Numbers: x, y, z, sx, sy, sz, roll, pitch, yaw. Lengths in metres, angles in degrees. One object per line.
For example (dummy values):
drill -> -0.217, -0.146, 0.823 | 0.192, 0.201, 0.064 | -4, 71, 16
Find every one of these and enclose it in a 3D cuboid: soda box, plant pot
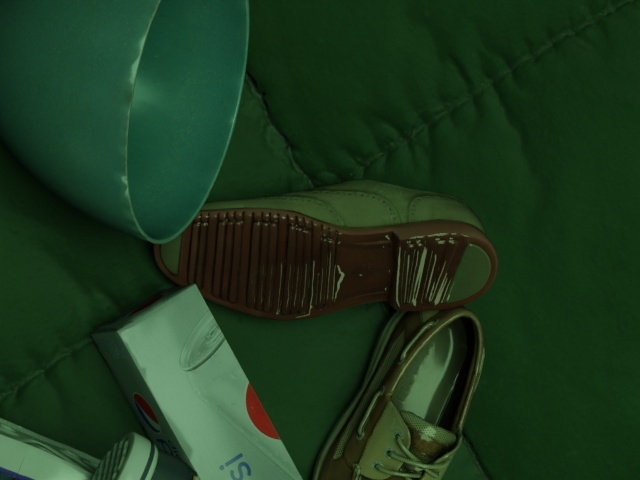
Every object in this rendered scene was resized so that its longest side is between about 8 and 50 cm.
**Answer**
soda box -> -0.108, 0.189, 1.894 | 0.098, 0.091, 0.286 | -31, 98, -23
plant pot -> -0.210, -0.158, 1.808 | 0.195, 0.290, 0.290 | 13, 78, 15

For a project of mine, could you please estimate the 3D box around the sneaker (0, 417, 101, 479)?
sneaker -> -0.288, 0.308, 1.803 | 0.322, 0.130, 0.236 | 29, 88, -27

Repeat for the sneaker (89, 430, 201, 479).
sneaker -> -0.198, 0.339, 1.705 | 0.127, 0.126, 0.321 | 33, 84, -19

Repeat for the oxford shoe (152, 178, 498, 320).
oxford shoe -> 0.000, 0.000, 1.964 | 0.348, 0.130, 0.123 | 5, 123, -11

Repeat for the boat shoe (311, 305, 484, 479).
boat shoe -> 0.080, 0.205, 1.960 | 0.123, 0.116, 0.324 | 22, 77, -20
